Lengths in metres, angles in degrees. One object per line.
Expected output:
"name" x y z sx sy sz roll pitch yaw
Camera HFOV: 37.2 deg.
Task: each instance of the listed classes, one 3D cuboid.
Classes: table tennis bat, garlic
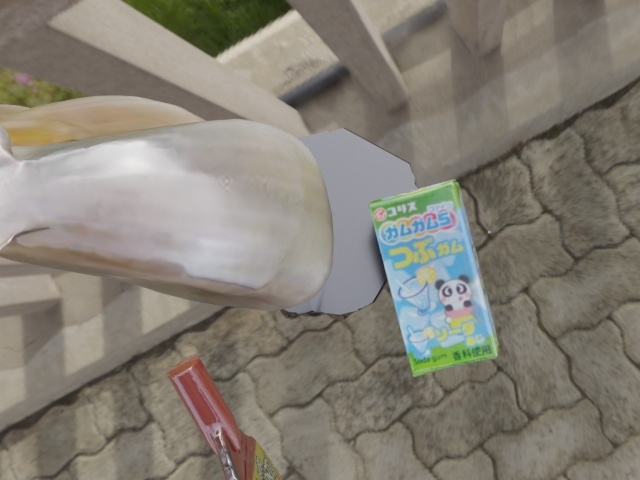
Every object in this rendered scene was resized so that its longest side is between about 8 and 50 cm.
"table tennis bat" -0.070 0.262 1.004 0.038 0.200 0.310 -28 101 1
"garlic" -0.121 -0.027 0.617 0.279 0.325 0.132 17 95 36

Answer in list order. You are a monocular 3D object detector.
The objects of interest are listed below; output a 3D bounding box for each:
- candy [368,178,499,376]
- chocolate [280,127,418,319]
"candy" 0.122 0.040 1.019 0.097 0.062 0.194 -14 93 15
"chocolate" 0.000 0.000 1.162 0.206 0.177 0.224 30 77 10
